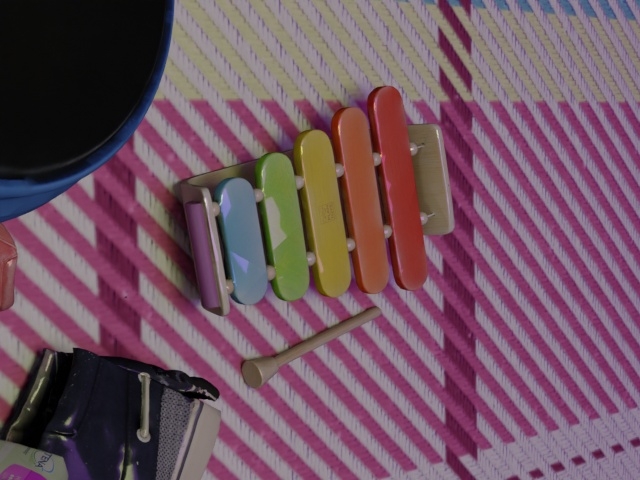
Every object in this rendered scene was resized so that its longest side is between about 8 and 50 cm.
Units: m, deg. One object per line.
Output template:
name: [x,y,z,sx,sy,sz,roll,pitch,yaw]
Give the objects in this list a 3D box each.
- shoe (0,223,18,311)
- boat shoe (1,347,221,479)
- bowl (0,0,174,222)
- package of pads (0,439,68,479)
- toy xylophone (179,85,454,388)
shoe: [-0.286,-0.017,0.943,0.081,0.063,0.178,-23,113,-40]
boat shoe: [-0.204,0.247,0.997,0.158,0.127,0.341,31,63,-36]
bowl: [-0.234,-0.202,0.763,0.391,0.077,0.391,19,67,-52]
package of pads: [-0.261,0.308,0.832,0.101,0.229,0.297,13,100,0]
toy xylophone: [0.000,0.000,1.185,0.322,0.081,0.236,-29,111,-37]
